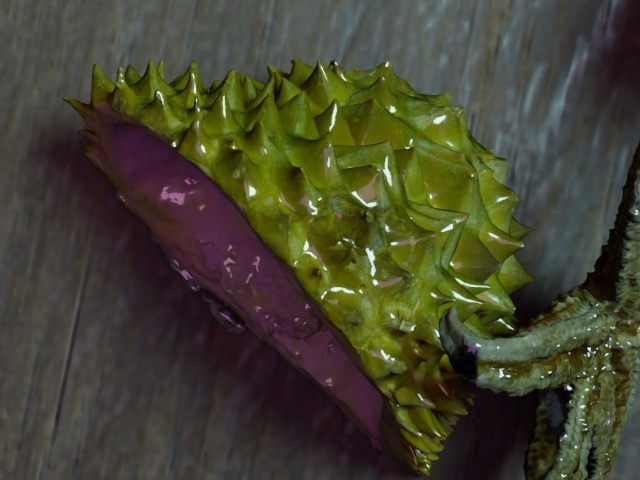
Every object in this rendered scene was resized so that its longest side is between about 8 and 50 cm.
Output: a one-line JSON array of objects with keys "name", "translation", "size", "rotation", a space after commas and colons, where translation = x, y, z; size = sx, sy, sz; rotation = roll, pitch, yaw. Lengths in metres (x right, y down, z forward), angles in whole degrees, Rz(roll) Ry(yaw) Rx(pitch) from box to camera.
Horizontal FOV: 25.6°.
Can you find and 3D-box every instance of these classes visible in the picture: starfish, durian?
[{"name": "starfish", "translation": [0.119, 0.040, 0.562], "size": [0.057, 0.213, 0.238], "rotation": [24, 48, 30]}, {"name": "durian", "translation": [0.000, 0.002, 0.561], "size": [0.132, 0.165, 0.182], "rotation": [-38, 66, 30]}]
